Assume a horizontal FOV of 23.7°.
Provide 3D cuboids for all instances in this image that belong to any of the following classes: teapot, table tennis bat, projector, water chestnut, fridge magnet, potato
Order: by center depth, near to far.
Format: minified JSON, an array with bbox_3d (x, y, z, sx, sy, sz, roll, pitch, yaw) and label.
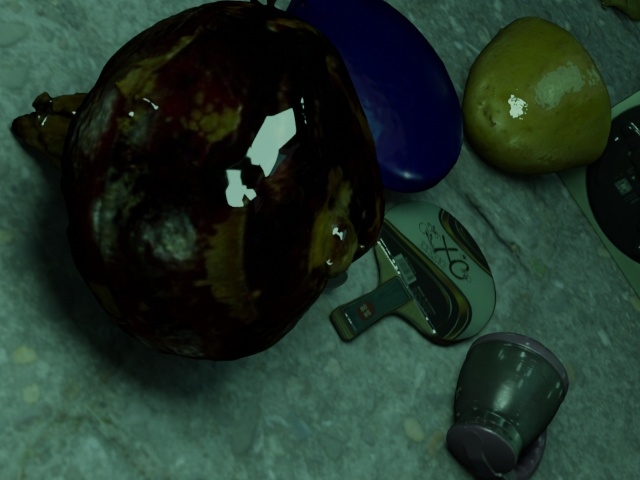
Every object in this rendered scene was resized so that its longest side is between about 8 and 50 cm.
[{"bbox_3d":[-0.117,-0.060,1.361,0.335,0.347,0.335,6,90,-69],"label":"water chestnut"},{"bbox_3d":[0.191,0.189,1.641,0.116,0.148,0.146,22,52,13],"label":"teapot"},{"bbox_3d":[0.103,0.046,1.696,0.301,0.022,0.173,-24,82,-53],"label":"table tennis bat"},{"bbox_3d":[0.054,-0.170,1.719,0.265,0.113,0.265,27,46,-32],"label":"fridge magnet"},{"bbox_3d":[0.244,-0.163,1.891,0.158,0.178,0.203,-25,108,-36],"label":"potato"},{"bbox_3d":[0.456,-0.071,1.956,0.259,0.257,0.079,57,38,1],"label":"projector"}]

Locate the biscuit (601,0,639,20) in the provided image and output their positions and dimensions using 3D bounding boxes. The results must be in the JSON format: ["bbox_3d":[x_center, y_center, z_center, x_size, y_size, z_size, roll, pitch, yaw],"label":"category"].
[{"bbox_3d":[0.484,-0.433,2.412,0.187,0.036,0.273,55,39,-2],"label":"biscuit"}]

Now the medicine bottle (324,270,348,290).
[{"bbox_3d":[0.000,0.000,1.588,0.058,0.058,0.091,24,48,-34],"label":"medicine bottle"}]
